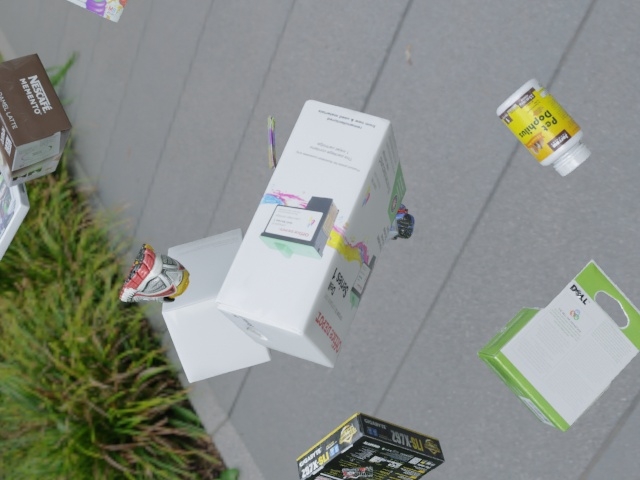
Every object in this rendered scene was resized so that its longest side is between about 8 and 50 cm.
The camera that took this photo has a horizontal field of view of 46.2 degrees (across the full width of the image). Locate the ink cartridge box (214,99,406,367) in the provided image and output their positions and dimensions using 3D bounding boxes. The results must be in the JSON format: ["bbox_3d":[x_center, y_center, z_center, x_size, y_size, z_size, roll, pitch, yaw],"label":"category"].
[{"bbox_3d":[0.000,0.000,0.943,0.117,0.201,0.278,18,74,18],"label":"ink cartridge box"}]

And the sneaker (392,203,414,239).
[{"bbox_3d":[0.185,-0.056,1.867,0.221,0.083,0.087,175,116,-79],"label":"sneaker"}]

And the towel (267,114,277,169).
[{"bbox_3d":[-0.075,-0.151,1.166,0.060,0.010,0.083,-150,57,-81],"label":"towel"}]

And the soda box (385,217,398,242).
[{"bbox_3d":[0.067,-0.017,1.576,0.286,0.098,0.091,132,133,-69],"label":"soda box"}]

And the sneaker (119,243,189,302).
[{"bbox_3d":[-0.264,0.070,1.204,0.088,0.093,0.225,-68,13,-12],"label":"sneaker"}]

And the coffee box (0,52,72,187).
[{"bbox_3d":[-0.518,-0.200,1.301,0.141,0.098,0.246,65,152,-1],"label":"coffee box"}]

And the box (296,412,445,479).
[{"bbox_3d":[0.140,0.600,2.048,0.257,0.322,0.079,-43,38,28],"label":"box"}]

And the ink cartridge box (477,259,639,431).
[{"bbox_3d":[0.450,0.188,1.370,0.255,0.189,0.097,-43,2,-8],"label":"ink cartridge box"}]

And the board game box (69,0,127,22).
[{"bbox_3d":[-0.406,-0.543,1.385,0.142,0.144,0.275,-55,28,28],"label":"board game box"}]

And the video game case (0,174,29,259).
[{"bbox_3d":[-0.622,-0.042,1.452,0.190,0.022,0.173,-54,42,20],"label":"video game case"}]

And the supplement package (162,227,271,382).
[{"bbox_3d":[-0.218,0.127,1.573,0.293,0.176,0.177,-109,4,-65],"label":"supplement package"}]

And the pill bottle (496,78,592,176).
[{"bbox_3d":[0.508,-0.251,1.694,0.215,0.117,0.117,49,131,3],"label":"pill bottle"}]
